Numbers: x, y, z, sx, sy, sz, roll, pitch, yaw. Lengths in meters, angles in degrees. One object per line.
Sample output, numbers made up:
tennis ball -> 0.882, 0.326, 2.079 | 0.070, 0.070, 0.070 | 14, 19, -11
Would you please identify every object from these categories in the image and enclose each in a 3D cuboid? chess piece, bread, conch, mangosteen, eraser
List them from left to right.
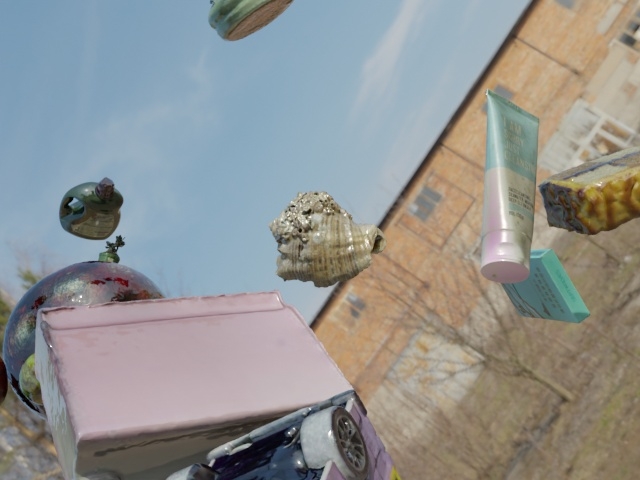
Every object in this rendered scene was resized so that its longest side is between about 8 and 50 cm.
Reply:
mangosteen -> -0.388, 0.205, 1.260 | 0.306, 0.306, 0.359 | -59, 31, 21
eraser -> -0.173, 0.186, 0.974 | 0.359, 0.272, 0.122 | -4, -57, -31
chess piece -> -0.197, -0.570, 1.452 | 0.195, 0.299, 0.194 | -33, 4, 2
conch -> 0.000, 0.000, 1.309 | 0.163, 0.245, 0.178 | 37, -114, -60
bread -> 0.493, -0.089, 1.222 | 0.222, 0.096, 0.181 | -20, 12, -3

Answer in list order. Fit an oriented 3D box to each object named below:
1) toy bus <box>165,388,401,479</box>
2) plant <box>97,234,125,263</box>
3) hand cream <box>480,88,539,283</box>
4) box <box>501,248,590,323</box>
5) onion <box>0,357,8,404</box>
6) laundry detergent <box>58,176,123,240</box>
toy bus -> -0.042, 0.342, 0.626 | 0.209, 0.249, 0.440 | -27, 7, 16
plant -> -0.500, 0.030, 1.741 | 0.051, 0.051, 0.102 | 93, -167, -68
hand cream -> 0.287, -0.088, 1.088 | 0.070, 0.111, 0.312 | -37, 37, 55
box -> 0.458, 0.096, 1.558 | 0.041, 0.162, 0.229 | -33, 7, -14
onion -> -0.487, 0.200, 1.001 | 0.117, 0.119, 0.118 | -53, -12, 0
laundry detergent -> -0.546, -0.085, 1.745 | 0.221, 0.144, 0.078 | 130, 149, -52
